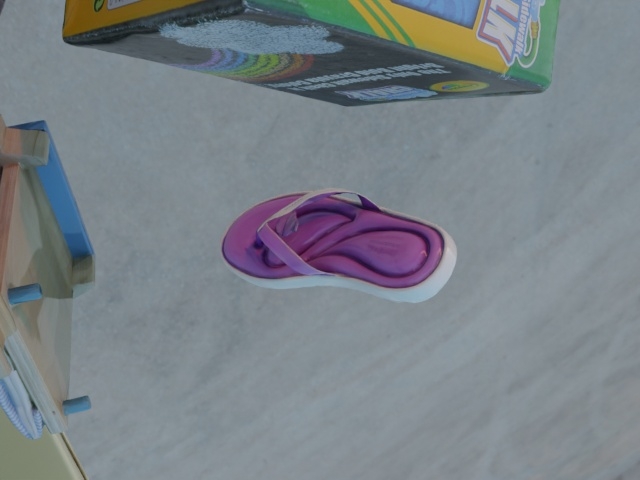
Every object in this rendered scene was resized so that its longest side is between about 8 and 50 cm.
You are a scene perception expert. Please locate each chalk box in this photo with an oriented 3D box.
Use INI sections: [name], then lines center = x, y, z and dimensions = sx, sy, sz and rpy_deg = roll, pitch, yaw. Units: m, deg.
[chalk box]
center = 0.027, -0.181, 0.488
dimensions = 0.289, 0.180, 0.179
rpy_deg = 3, 92, -42

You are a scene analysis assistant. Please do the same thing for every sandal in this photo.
[sandal]
center = 0.005, -0.013, 1.224
dimensions = 0.102, 0.416, 0.169
rpy_deg = 48, 57, -46

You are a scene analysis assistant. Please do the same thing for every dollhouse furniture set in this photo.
[dollhouse furniture set]
center = -0.267, 0.030, 0.510
dimensions = 0.198, 0.286, 0.303
rpy_deg = -12, 132, -5

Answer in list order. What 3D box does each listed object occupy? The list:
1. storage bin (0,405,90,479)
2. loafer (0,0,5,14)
[storage bin]
center = -0.374, 0.253, 0.824
dimensions = 0.260, 0.262, 0.123
rpy_deg = -27, -173, -21
[loafer]
center = -0.401, -0.197, 0.848
dimensions = 0.095, 0.302, 0.109
rpy_deg = -28, 129, 28
